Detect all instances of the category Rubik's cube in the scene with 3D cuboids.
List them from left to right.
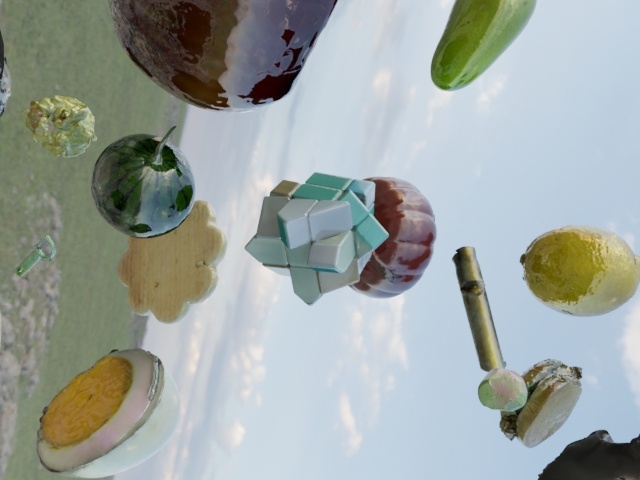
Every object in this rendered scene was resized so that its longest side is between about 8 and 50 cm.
[{"bbox_3d":[0.000,0.000,1.276,0.213,0.266,0.224,-52,147,-53],"label":"Rubik's cube"}]

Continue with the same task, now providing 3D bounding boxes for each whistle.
[{"bbox_3d":[0.346,0.156,1.432,0.068,0.057,0.326,65,15,-51],"label":"whistle"}]

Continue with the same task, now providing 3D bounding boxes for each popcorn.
[{"bbox_3d":[-0.576,-0.255,1.468,0.135,0.163,0.141,-68,139,-72],"label":"popcorn"}]

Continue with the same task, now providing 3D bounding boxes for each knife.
[{"bbox_3d":[-0.653,0.047,1.505,0.212,0.054,0.015,-28,-171,41],"label":"knife"}]

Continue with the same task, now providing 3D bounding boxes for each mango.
[{"bbox_3d":[0.311,-0.416,1.267,0.293,0.143,0.175,-57,-165,-11],"label":"mango"}]

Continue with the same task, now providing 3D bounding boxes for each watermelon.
[{"bbox_3d":[-0.314,-0.102,1.182,0.215,0.188,0.187,-39,-141,53],"label":"watermelon"}]

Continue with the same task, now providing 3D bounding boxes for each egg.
[{"bbox_3d":[-0.401,0.365,1.293,0.264,0.286,0.174,40,-19,53],"label":"egg"}]

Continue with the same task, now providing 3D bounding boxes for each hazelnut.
[{"bbox_3d":[-0.148,-0.437,1.100,0.429,0.403,0.401,125,-25,-58],"label":"hazelnut"}]

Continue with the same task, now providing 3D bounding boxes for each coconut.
[{"bbox_3d":[0.331,0.270,1.182,0.081,0.082,0.083,-19,149,-53],"label":"coconut"}]

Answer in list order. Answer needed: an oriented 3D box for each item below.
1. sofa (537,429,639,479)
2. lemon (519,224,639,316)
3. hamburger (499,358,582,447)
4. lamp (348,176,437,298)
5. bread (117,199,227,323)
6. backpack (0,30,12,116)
[{"bbox_3d":[0.513,0.492,1.166,0.258,0.200,0.182,-40,-173,-38],"label":"sofa"},{"bbox_3d":[0.634,0.074,1.606,0.263,0.236,0.235,16,-86,39],"label":"lemon"},{"bbox_3d":[0.489,0.364,1.490,0.122,0.215,0.189,40,-40,36],"label":"hamburger"},{"bbox_3d":[0.145,-0.008,1.597,0.303,0.257,0.302,-14,-106,60],"label":"lamp"},{"bbox_3d":[-0.340,0.041,1.520,0.054,0.316,0.315,33,63,-57],"label":"bread"},{"bbox_3d":[-0.343,-0.190,0.508,0.229,0.139,0.229,-11,90,-89],"label":"backpack"}]
